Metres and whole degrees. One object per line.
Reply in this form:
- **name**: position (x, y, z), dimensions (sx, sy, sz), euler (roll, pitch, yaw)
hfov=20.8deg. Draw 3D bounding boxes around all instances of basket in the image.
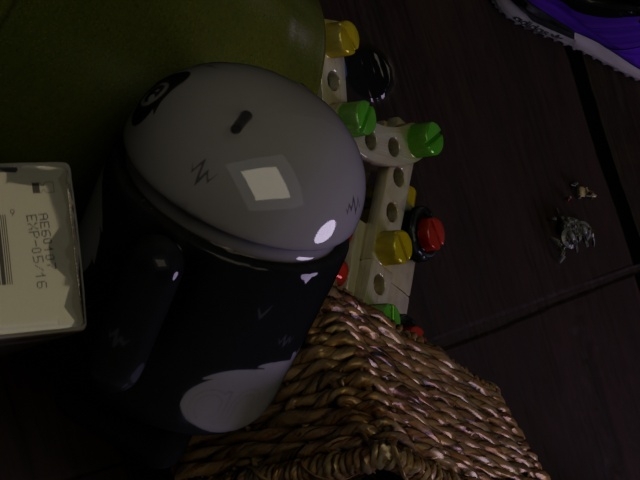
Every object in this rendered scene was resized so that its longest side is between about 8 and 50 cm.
- **basket**: position (0.031, 0.198, 1.329), dimensions (0.213, 0.223, 0.299), euler (-43, 134, 14)

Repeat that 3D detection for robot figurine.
- **robot figurine**: position (-0.083, 0.015, 1.166), dimensions (0.174, 0.278, 0.209), euler (11, 31, -28)

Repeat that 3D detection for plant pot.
- **plant pot**: position (-0.196, -0.167, 1.274), dimensions (0.353, 0.366, 0.366), euler (27, 68, -35)

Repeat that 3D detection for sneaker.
- **sneaker**: position (0.313, -0.229, 1.671), dimensions (0.293, 0.146, 0.102), euler (12, 75, -27)

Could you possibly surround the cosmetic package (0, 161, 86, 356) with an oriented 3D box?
- **cosmetic package**: position (-0.283, 0.030, 1.180), dimensions (0.160, 0.309, 0.113), euler (-4, 82, -26)

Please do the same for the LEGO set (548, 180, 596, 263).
- **LEGO set**: position (0.244, -0.018, 1.663), dimensions (0.054, 0.023, 0.083), euler (11, 76, -28)

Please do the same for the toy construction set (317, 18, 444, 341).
- **toy construction set**: position (0.000, 0.000, 1.446), dimensions (0.215, 0.151, 0.327), euler (38, 70, -46)
